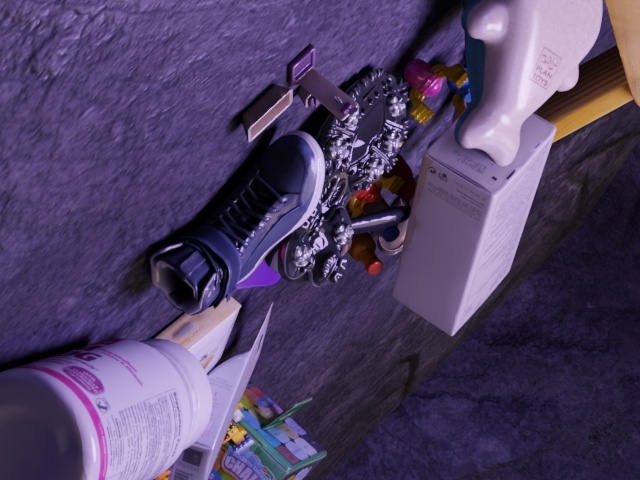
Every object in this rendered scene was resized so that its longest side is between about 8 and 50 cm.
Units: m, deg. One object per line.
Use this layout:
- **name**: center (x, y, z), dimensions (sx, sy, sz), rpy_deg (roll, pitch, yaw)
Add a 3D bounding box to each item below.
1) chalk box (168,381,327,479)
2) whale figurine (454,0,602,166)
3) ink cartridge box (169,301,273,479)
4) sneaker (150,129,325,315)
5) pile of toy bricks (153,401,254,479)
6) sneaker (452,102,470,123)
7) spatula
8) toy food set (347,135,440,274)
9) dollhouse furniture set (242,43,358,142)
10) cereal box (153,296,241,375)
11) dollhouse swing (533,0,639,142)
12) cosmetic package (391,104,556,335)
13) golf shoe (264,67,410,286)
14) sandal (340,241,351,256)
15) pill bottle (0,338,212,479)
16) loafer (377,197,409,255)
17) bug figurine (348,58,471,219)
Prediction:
- **chalk box**: center (-0.125, 0.349, 2.178), dimensions (0.289, 0.179, 0.180), rpy_deg (-53, 165, 12)
- **whale figurine**: center (0.226, -0.233, 1.656), dimensions (0.216, 0.141, 0.272), rpy_deg (20, 93, -44)
- **ink cartridge box**: center (-0.138, 0.211, 1.887), dimensions (0.189, 0.066, 0.232), rpy_deg (108, 0, -61)
- **sneaker**: center (-0.091, -0.013, 1.475), dimensions (0.226, 0.086, 0.163), rpy_deg (-55, 168, 28)
- **pile of toy bricks**: center (-0.203, 0.301, 2.008), dimensions (0.212, 0.118, 0.105), rpy_deg (-37, 126, -6)
- **sneaker**: center (0.241, -0.245, 1.909), dimensions (0.115, 0.105, 0.281), rpy_deg (-14, 139, -42)
- **spatula**: center (-0.004, 0.004, 1.737), dimensions (0.296, 0.030, 0.084), rpy_deg (-22, 153, -27)
- **toy food set**: center (0.136, -0.055, 1.918), dimensions (0.232, 0.104, 0.111), rpy_deg (-26, 141, -9)
- **dollhouse furniture set**: center (-0.019, -0.121, 1.412), dimensions (0.114, 0.081, 0.091), rpy_deg (-44, 166, -17)
- **cereal box**: center (-0.195, 0.181, 1.766), dimensions (0.173, 0.047, 0.240), rpy_deg (-41, 165, -36)
- **dollhouse swing**: center (0.418, -0.345, 1.998), dimensions (0.305, 0.315, 0.347), rpy_deg (-12, -160, 27)
- **cosmetic package**: center (0.199, -0.033, 1.825), dimensions (0.160, 0.113, 0.309), rpy_deg (-45, 159, -33)
- **golf shoe**: center (0.006, -0.082, 1.608), dimensions (0.120, 0.105, 0.272), rpy_deg (17, -102, 57)
- **sandal**: center (0.000, 0.000, 1.867), dimensions (0.049, 0.072, 0.180), rpy_deg (-18, 158, -23)
- **pill bottle**: center (-0.234, 0.189, 1.428), dimensions (0.160, 0.160, 0.283), rpy_deg (-53, 166, 17)
- **loafer**: center (0.136, -0.044, 2.181), dimensions (0.148, 0.056, 0.050), rpy_deg (-59, 166, 0)
- **bug figurine**: center (0.109, -0.147, 1.766), dimensions (0.279, 0.072, 0.216), rpy_deg (-45, 161, 4)
